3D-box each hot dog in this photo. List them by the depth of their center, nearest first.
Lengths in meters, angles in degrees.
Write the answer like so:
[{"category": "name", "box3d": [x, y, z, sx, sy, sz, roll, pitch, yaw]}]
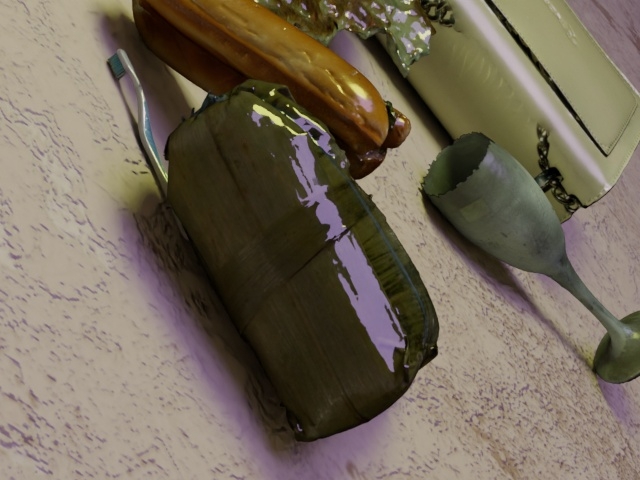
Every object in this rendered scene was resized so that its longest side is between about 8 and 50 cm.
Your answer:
[{"category": "hot dog", "box3d": [-0.043, -0.135, 1.176, 0.249, 0.068, 0.100, 36, -26, 17]}]

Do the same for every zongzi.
[{"category": "zongzi", "box3d": [0.000, 0.000, 1.146, 0.251, 0.125, 0.274, 63, 16, 1]}]

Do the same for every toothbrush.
[{"category": "toothbrush", "box3d": [-0.121, -0.071, 1.129, 0.014, 0.017, 0.162, 19, 42, -61]}]

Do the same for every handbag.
[{"category": "handbag", "box3d": [0.188, -0.199, 1.716, 0.358, 0.160, 0.237, 52, 29, -8]}]

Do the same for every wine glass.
[{"category": "wine glass", "box3d": [0.236, 0.063, 1.519, 0.309, 0.096, 0.264, 44, 21, -26]}]

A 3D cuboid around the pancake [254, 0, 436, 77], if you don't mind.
[{"category": "pancake", "box3d": [-0.056, -0.293, 1.430, 0.427, 0.067, 0.305, 2, 66, -50]}]
